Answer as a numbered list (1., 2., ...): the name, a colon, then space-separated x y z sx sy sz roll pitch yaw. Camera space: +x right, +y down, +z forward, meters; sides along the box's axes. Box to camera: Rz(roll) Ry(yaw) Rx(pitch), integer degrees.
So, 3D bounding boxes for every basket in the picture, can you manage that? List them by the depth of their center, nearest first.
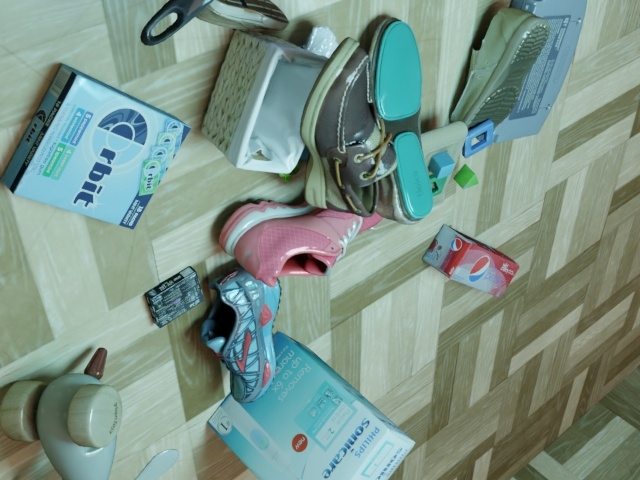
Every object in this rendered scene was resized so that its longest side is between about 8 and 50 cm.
1. basket: -0.076 -0.187 1.088 0.113 0.103 0.167 0 118 -48

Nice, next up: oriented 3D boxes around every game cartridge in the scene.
1. game cartridge: 0.400 -0.333 1.538 0.198 0.062 0.297 -19 132 -44

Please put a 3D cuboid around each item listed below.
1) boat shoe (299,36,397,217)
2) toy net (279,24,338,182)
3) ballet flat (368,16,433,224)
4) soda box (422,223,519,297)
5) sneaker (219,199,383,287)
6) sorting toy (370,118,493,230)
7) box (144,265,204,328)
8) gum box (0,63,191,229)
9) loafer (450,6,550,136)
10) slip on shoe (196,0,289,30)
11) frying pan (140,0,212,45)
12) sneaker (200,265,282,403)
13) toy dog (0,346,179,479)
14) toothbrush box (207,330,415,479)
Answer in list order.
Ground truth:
1. boat shoe: 0.051 -0.132 1.103 0.123 0.123 0.342 -58 167 -27
2. toy net: -0.026 -0.203 1.185 0.122 0.045 0.232 -26 135 -30
3. ballet flat: 0.100 -0.179 1.267 0.107 0.106 0.316 -10 98 -35
4. soda box: 0.328 0.049 1.750 0.263 0.083 0.092 19 104 -52
5. sneaker: 0.000 0.001 1.280 0.313 0.136 0.116 -17 145 -34
6. sorting toy: 0.171 -0.102 1.433 0.347 0.047 0.196 -22 146 -22
7. box: -0.219 0.085 1.230 0.083 0.018 0.067 -33 140 -25
8. gum box: -0.268 -0.107 0.995 0.184 0.041 0.157 20 104 -52
9. loafer: 0.304 -0.293 1.436 0.101 0.092 0.269 -8 142 -36
10. slip on shoe: -0.099 -0.285 1.032 0.135 0.051 0.041 -4 149 -49
11. frying pan: -0.032 -0.313 0.857 0.197 0.053 0.326 24 111 -23
12. sneaker: -0.144 0.155 1.317 0.125 0.104 0.262 -15 120 -36
13. toy dog: -0.319 0.288 1.176 0.161 0.220 0.334 -63 168 -47
14. toothbrush box: -0.020 0.337 1.425 0.216 0.295 0.126 -52 145 0
